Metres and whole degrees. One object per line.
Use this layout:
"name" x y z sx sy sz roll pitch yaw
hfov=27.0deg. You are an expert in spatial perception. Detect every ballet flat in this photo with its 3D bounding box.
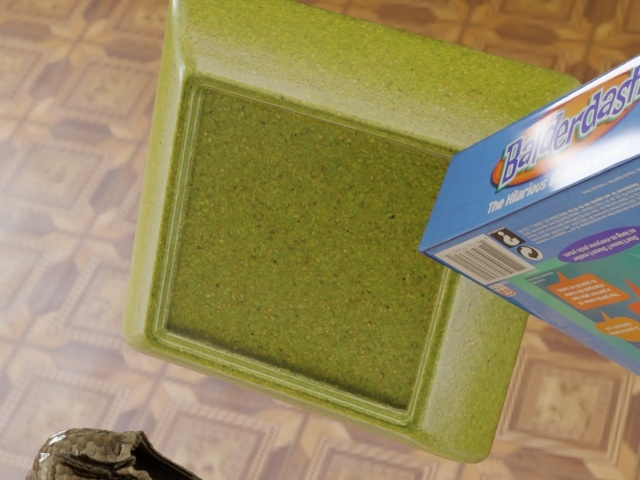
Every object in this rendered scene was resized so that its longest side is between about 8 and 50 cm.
"ballet flat" -0.046 0.167 0.740 0.058 0.250 0.084 -52 22 12

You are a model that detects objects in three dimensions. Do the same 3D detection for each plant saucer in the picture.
"plant saucer" 0.000 0.000 0.577 0.188 0.188 0.045 17 24 12

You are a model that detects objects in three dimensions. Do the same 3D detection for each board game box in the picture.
"board game box" 0.162 0.016 0.447 0.210 0.160 0.047 30 65 -18
